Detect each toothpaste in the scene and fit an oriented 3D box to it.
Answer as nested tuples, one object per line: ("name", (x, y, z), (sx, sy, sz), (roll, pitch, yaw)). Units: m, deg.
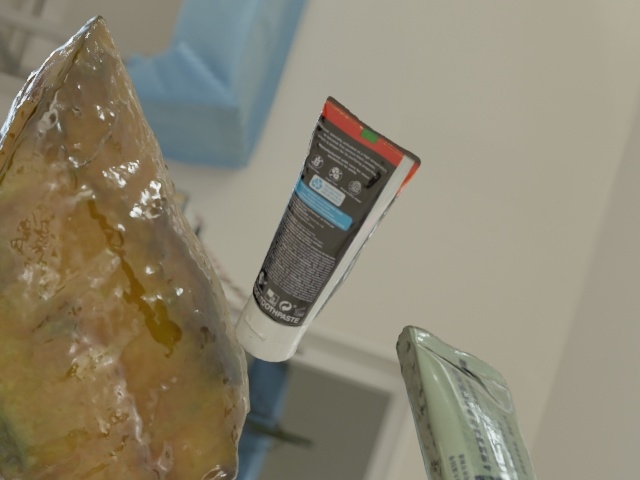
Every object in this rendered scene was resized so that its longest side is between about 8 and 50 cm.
("toothpaste", (0.000, 0.000, 1.052), (0.045, 0.071, 0.193), (-42, 162, -51))
("toothpaste", (0.070, 0.134, 0.589), (0.038, 0.060, 0.233), (-40, -136, 33))

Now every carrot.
("carrot", (-0.198, 0.037, 1.222), (0.241, 0.241, 0.341), (-53, 120, -75))
